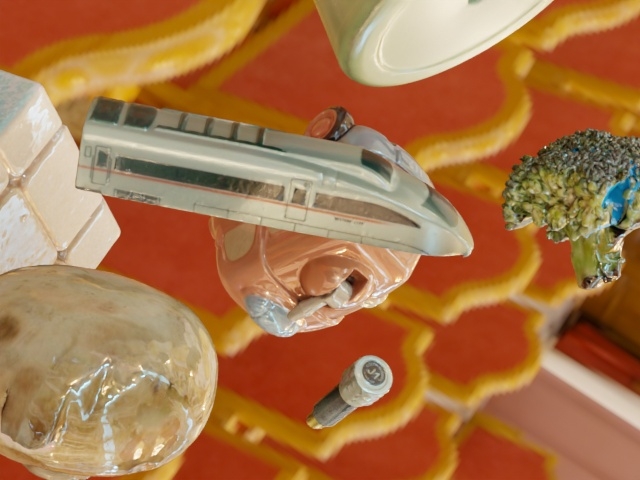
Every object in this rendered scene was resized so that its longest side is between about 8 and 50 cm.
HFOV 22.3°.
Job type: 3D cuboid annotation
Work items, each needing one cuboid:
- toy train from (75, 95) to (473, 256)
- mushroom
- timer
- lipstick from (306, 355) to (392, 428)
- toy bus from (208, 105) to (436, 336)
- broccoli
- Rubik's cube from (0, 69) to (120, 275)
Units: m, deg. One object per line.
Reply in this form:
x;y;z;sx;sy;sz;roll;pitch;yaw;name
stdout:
-0.037;-0.065;1.634;0.086;0.407;0.088;-84;-175;-63;toy train
-0.211;0.118;1.407;0.255;0.255;0.184;-27;146;-57;mushroom
0.072;-0.352;1.556;0.291;0.315;0.291;-29;165;-9;timer
0.019;0.132;1.339;0.037;0.037;0.116;-43;177;-37;lipstick
0.000;0.000;1.934;0.288;0.194;0.232;-24;-139;35;toy bus
0.268;-0.030;1.581;0.154;0.167;0.160;-162;-117;-74;broccoli
-0.499;-0.030;2.051;0.316;0.322;0.318;-55;149;-25;Rubik's cube
